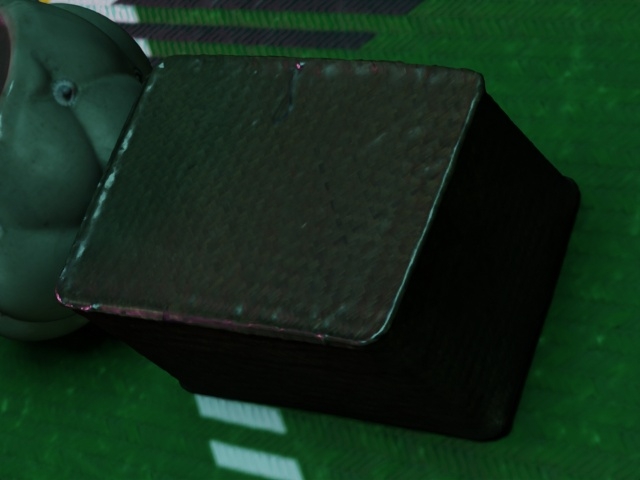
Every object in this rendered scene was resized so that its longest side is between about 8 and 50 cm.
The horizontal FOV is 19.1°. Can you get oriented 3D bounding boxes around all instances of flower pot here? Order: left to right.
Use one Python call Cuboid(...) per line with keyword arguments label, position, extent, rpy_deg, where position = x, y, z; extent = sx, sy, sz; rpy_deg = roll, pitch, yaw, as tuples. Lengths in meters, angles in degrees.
Cuboid(label="flower pot", position=(-0.210, -0.049, 1.313), extent=(0.246, 0.195, 0.246), rpy_deg=(-20, 52, 28))

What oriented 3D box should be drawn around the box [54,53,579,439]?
Cuboid(label="box", position=(-0.002, -0.001, 1.164), extent=(0.273, 0.143, 0.184), rpy_deg=(5, 67, 40))
